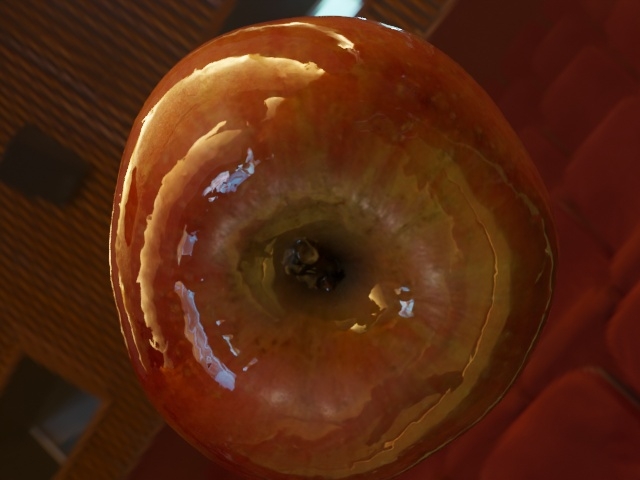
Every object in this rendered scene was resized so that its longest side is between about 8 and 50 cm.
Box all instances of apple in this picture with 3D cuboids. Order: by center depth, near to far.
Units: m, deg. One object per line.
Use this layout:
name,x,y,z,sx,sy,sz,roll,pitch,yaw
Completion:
apple,0.000,0.000,0.750,0.242,0.242,0.241,-48,8,4
